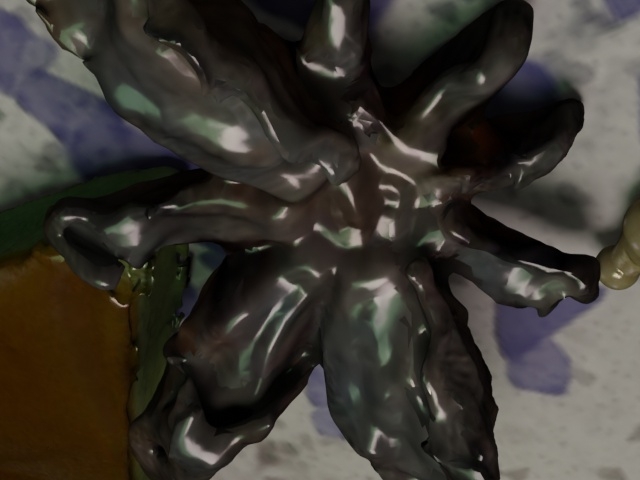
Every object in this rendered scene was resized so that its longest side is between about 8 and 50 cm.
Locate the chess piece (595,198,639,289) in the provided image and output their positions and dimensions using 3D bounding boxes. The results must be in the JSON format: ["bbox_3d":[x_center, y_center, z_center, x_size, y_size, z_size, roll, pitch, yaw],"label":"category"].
[{"bbox_3d":[0.130,-0.010,0.629,0.035,0.035,0.092,33,135,-10],"label":"chess piece"}]

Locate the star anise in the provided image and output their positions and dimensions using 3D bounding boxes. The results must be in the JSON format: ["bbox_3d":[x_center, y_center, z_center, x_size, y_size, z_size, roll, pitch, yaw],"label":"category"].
[{"bbox_3d":[0.001,0.005,0.619,0.198,0.110,0.257,-3,114,3],"label":"star anise"}]

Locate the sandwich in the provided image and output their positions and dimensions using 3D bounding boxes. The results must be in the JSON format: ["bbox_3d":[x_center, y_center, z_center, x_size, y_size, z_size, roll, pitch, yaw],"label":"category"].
[{"bbox_3d":[-0.166,0.058,0.763,0.212,0.063,0.245,13,131,9],"label":"sandwich"}]
